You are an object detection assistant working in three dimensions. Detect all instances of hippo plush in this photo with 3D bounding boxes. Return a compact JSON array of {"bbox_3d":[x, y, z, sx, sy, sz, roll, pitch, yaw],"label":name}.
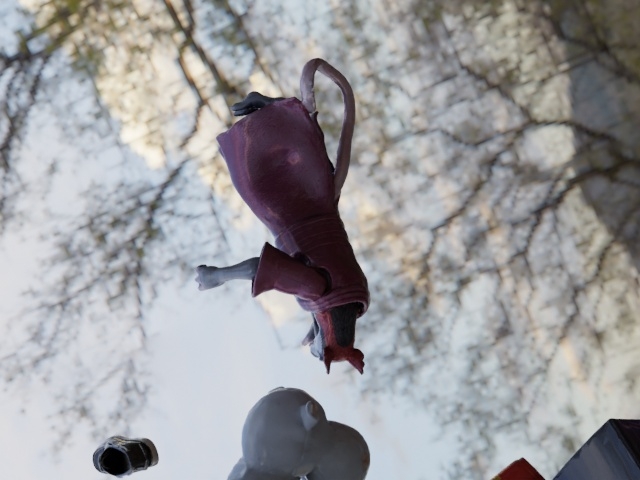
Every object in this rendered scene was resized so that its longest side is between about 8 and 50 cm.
[{"bbox_3d":[-0.073,0.302,1.731,0.294,0.234,0.236,32,-106,-23],"label":"hippo plush"}]

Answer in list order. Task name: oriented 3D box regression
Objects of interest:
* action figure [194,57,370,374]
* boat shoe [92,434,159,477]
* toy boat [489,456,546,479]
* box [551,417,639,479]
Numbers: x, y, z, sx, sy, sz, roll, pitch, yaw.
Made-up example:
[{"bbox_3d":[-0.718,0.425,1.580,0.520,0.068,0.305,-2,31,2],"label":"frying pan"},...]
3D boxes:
[{"bbox_3d":[0.000,0.000,1.765,0.248,0.276,0.370,17,-135,-57],"label":"action figure"},{"bbox_3d":[-0.229,0.246,1.548,0.038,0.125,0.046,-17,-85,-39],"label":"boat shoe"},{"bbox_3d":[0.261,0.385,1.543,0.318,0.148,0.267,46,178,-21],"label":"toy boat"},{"bbox_3d":[0.356,0.265,1.349,0.207,0.108,0.153,6,-139,-38],"label":"box"}]
